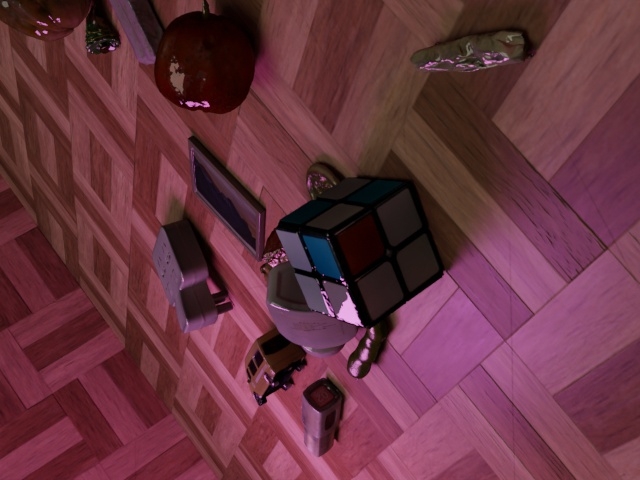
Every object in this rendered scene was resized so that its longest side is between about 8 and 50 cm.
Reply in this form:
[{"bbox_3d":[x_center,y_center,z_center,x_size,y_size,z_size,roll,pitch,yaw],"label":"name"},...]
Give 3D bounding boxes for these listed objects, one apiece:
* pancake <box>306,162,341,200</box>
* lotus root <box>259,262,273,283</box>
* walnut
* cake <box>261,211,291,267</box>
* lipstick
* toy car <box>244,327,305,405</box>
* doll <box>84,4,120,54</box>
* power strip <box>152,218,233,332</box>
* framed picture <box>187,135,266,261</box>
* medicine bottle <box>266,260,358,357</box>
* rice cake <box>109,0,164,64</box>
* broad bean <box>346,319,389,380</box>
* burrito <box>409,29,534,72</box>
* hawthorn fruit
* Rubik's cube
[{"bbox_3d":[0.020,-0.075,1.610,0.139,0.022,0.139,43,152,30],"label":"pancake"},{"bbox_3d":[-0.072,0.083,1.908,0.150,0.062,0.073,30,121,42],"label":"lotus root"},{"bbox_3d":[-0.638,-0.575,1.990,0.283,0.227,0.283,45,-162,-19],"label":"walnut"},{"bbox_3d":[0.002,-0.014,1.658,0.220,0.117,0.086,-22,129,37],"label":"cake"},{"bbox_3d":[-0.002,0.430,2.154,0.077,0.079,0.253,44,151,27],"label":"lipstick"},{"bbox_3d":[-0.123,0.307,2.210,0.124,0.101,0.257,56,154,14],"label":"toy car"},{"bbox_3d":[-0.518,-0.478,2.054,0.113,0.076,0.078,56,163,5],"label":"doll"},{"bbox_3d":[-0.332,0.096,2.352,0.261,0.141,0.229,66,156,16],"label":"power strip"},{"bbox_3d":[-0.210,-0.090,2.013,0.265,0.018,0.192,45,153,25],"label":"framed picture"},{"bbox_3d":[-0.008,0.133,1.712,0.296,0.161,0.111,74,-162,-65],"label":"medicine bottle"},{"bbox_3d":[-0.396,-0.504,1.837,0.106,0.050,0.298,9,127,57],"label":"rice cake"},{"bbox_3d":[0.093,0.208,1.769,0.256,0.052,0.052,103,158,-56],"label":"broad bean"},{"bbox_3d":[0.184,-0.231,1.120,0.185,0.041,0.045,4,114,57],"label":"burrito"},{"bbox_3d":[-0.200,-0.324,1.563,0.179,0.179,0.200,30,127,44],"label":"hawthorn fruit"},{"bbox_3d":[0.062,0.014,1.452,0.167,0.183,0.180,11,127,55],"label":"Rubik's cube"}]
